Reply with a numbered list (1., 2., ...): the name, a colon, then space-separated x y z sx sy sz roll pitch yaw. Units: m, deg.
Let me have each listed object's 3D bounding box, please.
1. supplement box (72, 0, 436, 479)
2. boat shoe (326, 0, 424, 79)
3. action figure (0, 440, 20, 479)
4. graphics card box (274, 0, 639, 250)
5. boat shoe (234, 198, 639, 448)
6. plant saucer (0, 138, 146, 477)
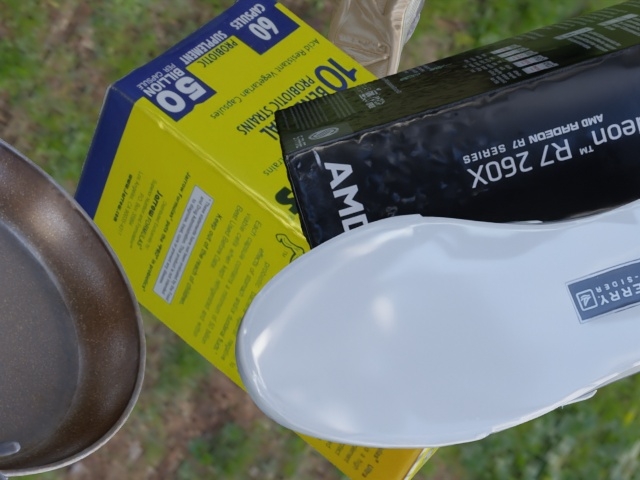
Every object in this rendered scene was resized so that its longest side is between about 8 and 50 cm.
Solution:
1. supplement box: 0.000 0.000 1.372 0.194 0.356 0.195 -42 166 -41
2. boat shoe: 0.068 -0.277 1.721 0.092 0.102 0.285 -71 175 -49
3. action figure: -0.260 0.130 0.775 0.285 0.185 0.099 -31 89 -48
4. graphics card box: 0.159 -0.080 1.023 0.370 0.233 0.094 -16 101 -1
5. boat shoe: 0.096 0.035 0.828 0.301 0.108 0.102 -16 170 -20
6. plant saucer: -0.256 0.031 1.082 0.310 0.311 0.050 -1 142 -46
